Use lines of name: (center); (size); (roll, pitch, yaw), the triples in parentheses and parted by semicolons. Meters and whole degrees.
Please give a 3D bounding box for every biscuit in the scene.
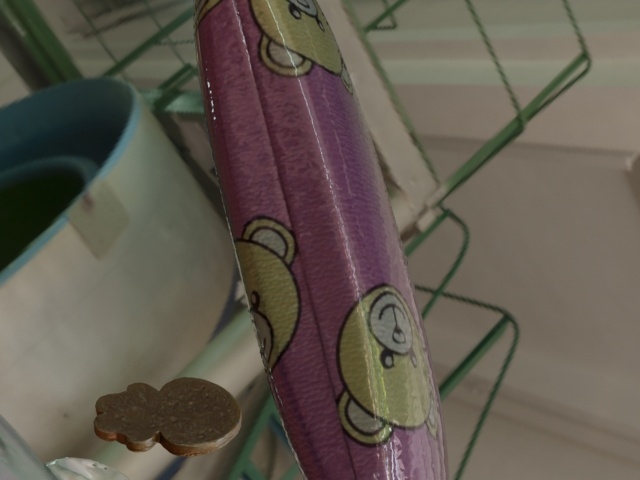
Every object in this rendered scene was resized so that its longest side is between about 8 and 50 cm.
biscuit: (-0.182, 0.212, 1.244); (0.124, 0.175, 0.026); (-101, -165, -56)

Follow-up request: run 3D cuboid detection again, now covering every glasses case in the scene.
glasses case: (0.000, 0.000, 0.510); (0.123, 0.075, 0.316); (39, 35, -73)

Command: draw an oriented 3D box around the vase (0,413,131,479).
vase: (-0.120, 0.179, 0.317); (0.445, 0.250, 0.250); (29, -27, 16)
